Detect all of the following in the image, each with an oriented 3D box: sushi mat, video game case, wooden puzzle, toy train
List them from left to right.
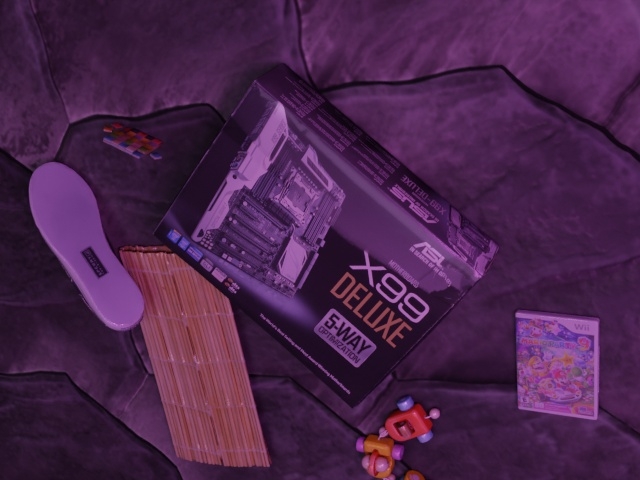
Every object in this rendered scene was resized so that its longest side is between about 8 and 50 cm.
[{"bbox_3d":[-0.216,-0.114,1.183,0.083,0.049,0.006,25,121,13],"label":"wooden puzzle"},{"bbox_3d":[-0.157,0.150,1.305,0.151,0.019,0.316,0,114,27],"label":"sushi mat"},{"bbox_3d":[0.106,0.271,1.221,0.125,0.046,0.166,-20,104,33],"label":"toy train"},{"bbox_3d":[0.254,0.133,1.102,0.087,0.011,0.122,5,116,24],"label":"video game case"}]

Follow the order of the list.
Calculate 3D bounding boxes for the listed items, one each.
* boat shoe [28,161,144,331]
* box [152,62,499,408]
[{"bbox_3d":[-0.291,0.013,1.273,0.228,0.080,0.076,56,156,2],"label":"boat shoe"},{"bbox_3d":[0.000,0.000,1.119,0.307,0.076,0.242,41,125,2],"label":"box"}]
